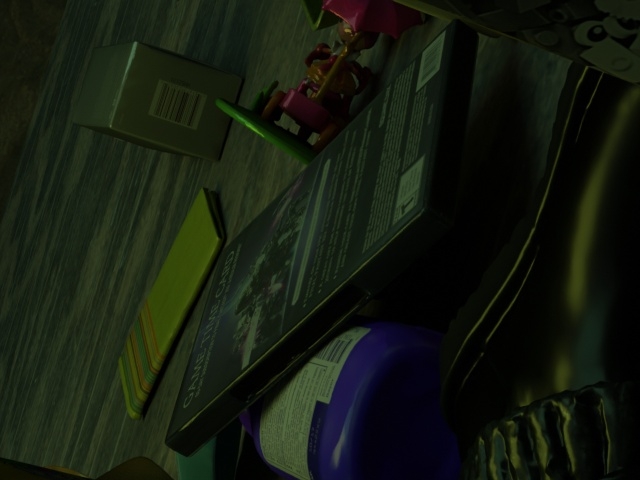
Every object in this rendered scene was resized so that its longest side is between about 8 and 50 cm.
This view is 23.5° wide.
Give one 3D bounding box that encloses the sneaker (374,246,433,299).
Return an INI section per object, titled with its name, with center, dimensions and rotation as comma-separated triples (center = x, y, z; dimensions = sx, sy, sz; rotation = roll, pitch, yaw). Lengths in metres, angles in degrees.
[sneaker]
center = 0.030, 0.012, 1.062
dimensions = 0.166, 0.065, 0.076
rotation = 130, 146, -51

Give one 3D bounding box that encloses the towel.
[towel]
center = -0.152, 0.067, 1.577
dimensions = 0.237, 0.021, 0.102
rotation = -62, 28, 26

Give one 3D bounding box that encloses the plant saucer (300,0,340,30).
[plant saucer]
center = 0.035, -0.288, 1.313
dimensions = 0.188, 0.045, 0.188
rotation = -108, 38, -58

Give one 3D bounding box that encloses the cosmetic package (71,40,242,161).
[cosmetic package]
center = -0.183, -0.152, 1.680
dimensions = 0.238, 0.127, 0.107
rotation = 24, 97, 69

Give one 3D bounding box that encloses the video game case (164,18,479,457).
[video game case]
center = 0.000, 0.000, 0.991
dimensions = 0.274, 0.026, 0.196
rotation = -44, 21, 37

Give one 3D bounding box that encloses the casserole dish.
[casserole dish]
center = -0.086, 0.145, 1.194
dimensions = 0.188, 0.037, 0.114
rotation = 94, -175, -55

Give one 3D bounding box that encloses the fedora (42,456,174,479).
[fedora]
center = -0.152, 0.239, 1.290
dimensions = 0.079, 0.194, 0.194
rotation = -41, 3, -29

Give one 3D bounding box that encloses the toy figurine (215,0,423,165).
[toy figurine]
center = 0.018, -0.137, 1.191
dimensions = 0.159, 0.130, 0.173
rotation = -58, -4, 4

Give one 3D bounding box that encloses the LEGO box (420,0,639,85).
[LEGO box]
center = 0.155, -0.286, 0.492
dimensions = 0.193, 0.373, 0.500
rotation = 133, 147, -51

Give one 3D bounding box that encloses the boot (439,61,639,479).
[boot]
center = 0.141, 0.069, 0.591
dimensions = 0.260, 0.131, 0.348
rotation = -84, 10, -47

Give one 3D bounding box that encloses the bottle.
[bottle]
center = 0.009, 0.104, 0.990
dimensions = 0.283, 0.092, 0.118
rotation = 2, 75, 70

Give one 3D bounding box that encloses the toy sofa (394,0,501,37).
[toy sofa]
center = 0.102, -0.331, 1.011
dimensions = 0.177, 0.150, 0.362
rotation = -115, 45, -69

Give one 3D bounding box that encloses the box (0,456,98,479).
[box]
center = -0.083, 0.295, 0.804
dimensions = 0.177, 0.279, 0.290
rotation = -164, 90, -71
